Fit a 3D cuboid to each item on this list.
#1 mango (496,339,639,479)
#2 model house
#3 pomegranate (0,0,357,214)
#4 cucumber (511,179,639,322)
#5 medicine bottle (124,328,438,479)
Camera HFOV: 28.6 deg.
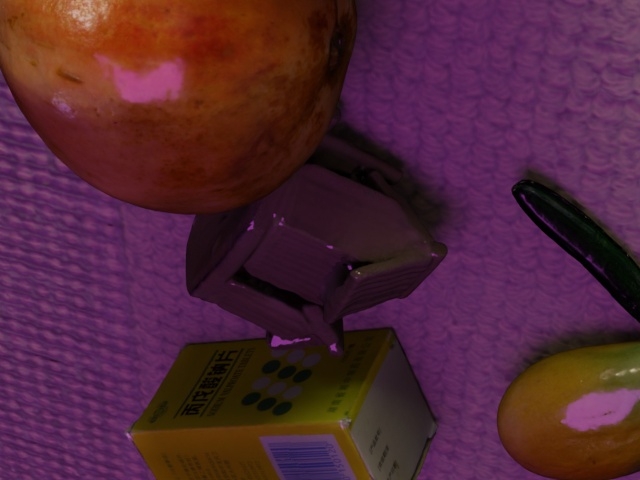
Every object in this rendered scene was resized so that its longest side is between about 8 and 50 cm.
[{"bbox_3d":[0.243,0.143,1.075,0.130,0.092,0.194,45,123,-13],"label":"mango"},{"bbox_3d":[-0.006,0.002,1.048,0.188,0.122,0.229,31,138,-9],"label":"model house"},{"bbox_3d":[-0.111,-0.151,0.879,0.270,0.252,0.229,16,147,19],"label":"pomegranate"},{"bbox_3d":[0.221,0.010,1.008,0.184,0.033,0.036,43,107,-14],"label":"cucumber"},{"bbox_3d":[-0.036,0.182,1.197,0.250,0.137,0.141,-7,125,29],"label":"medicine bottle"}]
